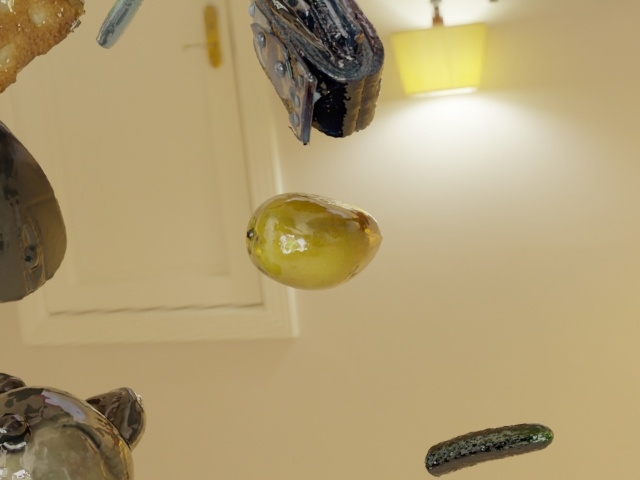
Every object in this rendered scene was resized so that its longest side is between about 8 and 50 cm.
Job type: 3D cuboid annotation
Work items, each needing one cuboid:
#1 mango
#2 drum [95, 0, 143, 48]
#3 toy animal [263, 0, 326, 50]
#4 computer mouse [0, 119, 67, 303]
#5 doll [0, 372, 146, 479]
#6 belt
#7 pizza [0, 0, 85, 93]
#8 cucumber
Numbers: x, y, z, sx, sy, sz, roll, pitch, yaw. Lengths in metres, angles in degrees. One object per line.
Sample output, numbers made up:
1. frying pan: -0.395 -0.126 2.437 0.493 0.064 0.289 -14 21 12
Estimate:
1. mango: 0.000 0.000 1.128 0.137 0.098 0.195 18 -169 35
2. drum: -0.219 -0.336 1.249 0.253 0.049 0.130 -39 154 20
3. toy animal: -0.060 -0.242 0.804 0.062 0.220 0.108 -33 -166 36
4. computer mouse: -0.401 -0.041 1.285 0.086 0.269 0.137 13 -140 44
5. doll: -0.341 0.339 1.140 0.252 0.378 0.382 19 -143 -10
6. belt: -0.004 -0.228 1.155 0.122 0.128 0.218 -15 -129 -20
7. pizza: -0.359 -0.246 1.154 0.182 0.161 0.062 -2 -162 -31
8. cucumber: 0.258 0.312 1.554 0.215 0.052 0.058 -23 -157 34
